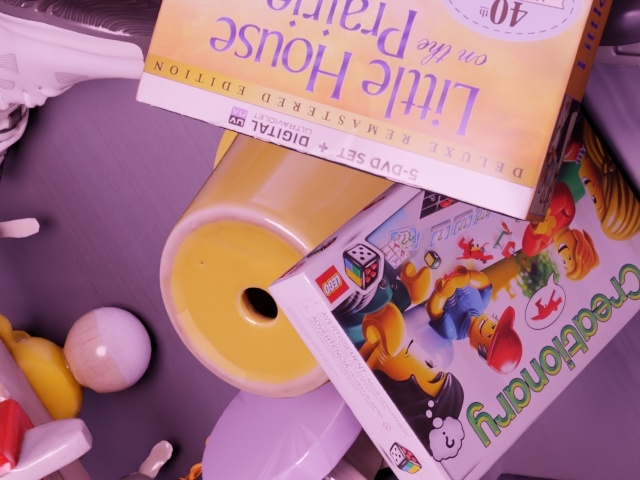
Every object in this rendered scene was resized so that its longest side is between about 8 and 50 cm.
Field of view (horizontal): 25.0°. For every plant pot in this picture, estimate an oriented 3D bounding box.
[{"bbox_3d":[0.000,0.000,1.162,0.254,0.239,0.254,14,122,23],"label":"plant pot"}]

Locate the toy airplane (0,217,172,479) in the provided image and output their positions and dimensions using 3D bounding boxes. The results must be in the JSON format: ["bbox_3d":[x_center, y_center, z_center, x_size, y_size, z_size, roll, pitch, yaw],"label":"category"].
[{"bbox_3d":[-0.277,0.156,1.382,0.384,0.272,0.386,46,158,27],"label":"toy airplane"}]

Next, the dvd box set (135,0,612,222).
[{"bbox_3d":[0.066,-0.254,0.984,0.308,0.062,0.420,19,96,21],"label":"dvd box set"}]

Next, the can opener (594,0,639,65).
[{"bbox_3d":[0.304,-0.143,1.002,0.284,0.095,0.076,9,120,26],"label":"can opener"}]

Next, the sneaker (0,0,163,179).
[{"bbox_3d":[-0.265,-0.155,1.304,0.448,0.169,0.257,17,131,31],"label":"sneaker"}]

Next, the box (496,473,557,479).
[{"bbox_3d":[0.199,0.432,1.234,0.179,0.312,0.343,3,117,28],"label":"box"}]

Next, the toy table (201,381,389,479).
[{"bbox_3d":[0.015,0.204,1.281,0.252,0.274,0.161,-43,102,5],"label":"toy table"}]

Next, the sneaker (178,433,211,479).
[{"bbox_3d":[-0.117,0.274,1.480,0.083,0.084,0.215,41,119,8],"label":"sneaker"}]

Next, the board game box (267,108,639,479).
[{"bbox_3d":[0.124,0.026,1.064,0.193,0.305,0.053,56,145,-8],"label":"board game box"}]
